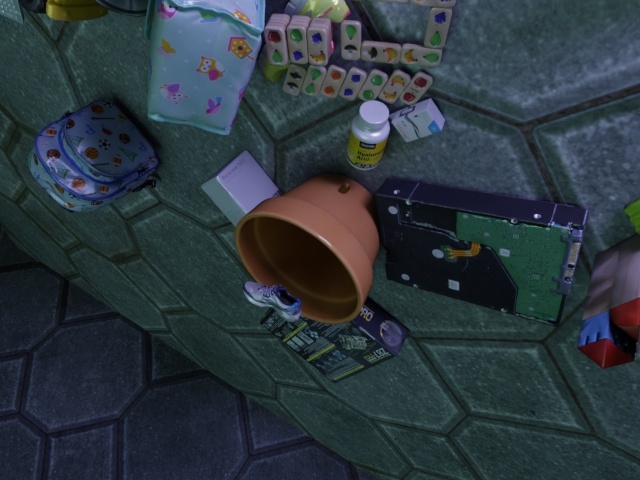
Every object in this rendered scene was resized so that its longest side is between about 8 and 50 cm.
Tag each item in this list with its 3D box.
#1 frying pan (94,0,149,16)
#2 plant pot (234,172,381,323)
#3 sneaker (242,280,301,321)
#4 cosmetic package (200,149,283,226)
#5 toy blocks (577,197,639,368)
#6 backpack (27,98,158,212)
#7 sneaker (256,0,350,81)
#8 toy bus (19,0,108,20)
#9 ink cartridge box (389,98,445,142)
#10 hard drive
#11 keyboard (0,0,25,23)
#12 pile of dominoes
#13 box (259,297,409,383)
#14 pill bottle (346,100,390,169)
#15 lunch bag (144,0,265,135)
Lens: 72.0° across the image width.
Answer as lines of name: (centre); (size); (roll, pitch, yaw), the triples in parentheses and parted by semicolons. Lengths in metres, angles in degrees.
frying pan: (-0.256, -0.468, 0.690); (0.326, 0.053, 0.197); (-22, 154, 19)
plant pot: (0.000, 0.000, 0.906); (0.290, 0.203, 0.291); (23, 142, 20)
sneaker: (-0.096, 0.111, 0.905); (0.135, 0.052, 0.058); (24, 133, 7)
cosmetic package: (-0.150, -0.080, 1.025); (0.085, 0.117, 0.231); (-16, 120, 48)
toy blocks: (0.468, 0.070, 0.525); (0.190, 0.261, 0.381); (37, 145, 1)
backpack: (-0.582, -0.209, 1.129); (0.276, 0.263, 0.213); (47, 144, -12)
sneaker: (-0.029, -0.311, 0.693); (0.094, 0.082, 0.208); (38, 147, -11)
toy bus: (-0.502, -0.549, 0.800); (0.220, 0.149, 0.211); (38, 132, 4)
ink cartridge box: (0.150, -0.189, 0.707); (0.083, 0.028, 0.048); (-9, 137, 46)
hard drive: (0.275, 0.017, 0.806); (0.338, 0.064, 0.237); (14, 138, 31)
keyboard: (-0.658, -0.576, 0.884); (0.072, 0.014, 0.256); (20, 137, 0)
pile of dominoes: (0.049, -0.269, 0.630); (0.251, 0.040, 0.196); (9, 148, 8)
box: (0.016, 0.249, 1.264); (0.318, 0.097, 0.395); (40, 145, 0)
pill bottle: (0.081, -0.176, 0.741); (0.065, 0.065, 0.116); (30, 155, 11)
lunch bag: (-0.178, -0.337, 0.666); (0.160, 0.263, 0.223); (7, 151, -23)
